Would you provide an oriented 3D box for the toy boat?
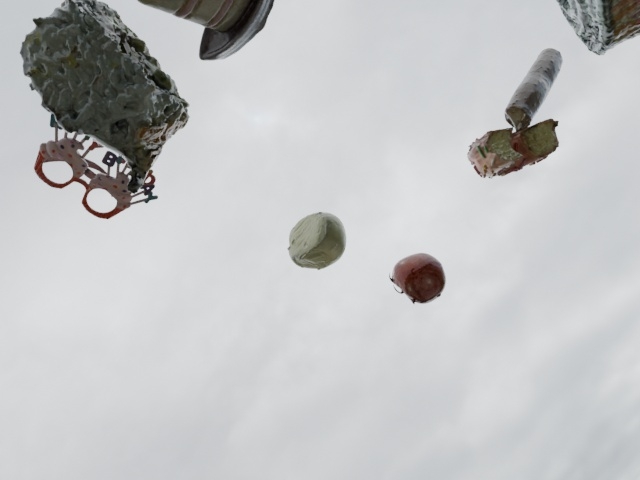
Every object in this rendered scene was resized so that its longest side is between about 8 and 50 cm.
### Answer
[{"bbox_3d":[-0.204,-0.520,1.175,0.276,0.111,0.293,-45,-17,6],"label":"toy boat"}]

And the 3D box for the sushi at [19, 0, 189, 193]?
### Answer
[{"bbox_3d":[-0.291,-0.215,0.795,0.139,0.274,0.184,-40,1,11],"label":"sushi"}]

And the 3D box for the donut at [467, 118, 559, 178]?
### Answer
[{"bbox_3d":[0.303,-0.143,0.921,0.166,0.065,0.117,-15,-8,-25],"label":"donut"}]

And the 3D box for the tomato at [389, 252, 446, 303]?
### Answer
[{"bbox_3d":[0.300,0.109,1.711,0.167,0.167,0.167,-22,-44,-24],"label":"tomato"}]

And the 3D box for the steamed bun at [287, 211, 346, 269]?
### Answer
[{"bbox_3d":[0.000,0.000,1.157,0.090,0.113,0.130,26,-40,-36],"label":"steamed bun"}]

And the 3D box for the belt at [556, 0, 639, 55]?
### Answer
[{"bbox_3d":[0.253,-0.299,0.505,0.160,0.207,0.295,-25,-19,23],"label":"belt"}]

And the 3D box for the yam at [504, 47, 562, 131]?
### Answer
[{"bbox_3d":[0.361,-0.259,0.955,0.241,0.056,0.057,-53,-29,-39],"label":"yam"}]

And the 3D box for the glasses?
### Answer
[{"bbox_3d":[-0.449,-0.153,1.147,0.162,0.095,0.255,-41,-58,21],"label":"glasses"}]
